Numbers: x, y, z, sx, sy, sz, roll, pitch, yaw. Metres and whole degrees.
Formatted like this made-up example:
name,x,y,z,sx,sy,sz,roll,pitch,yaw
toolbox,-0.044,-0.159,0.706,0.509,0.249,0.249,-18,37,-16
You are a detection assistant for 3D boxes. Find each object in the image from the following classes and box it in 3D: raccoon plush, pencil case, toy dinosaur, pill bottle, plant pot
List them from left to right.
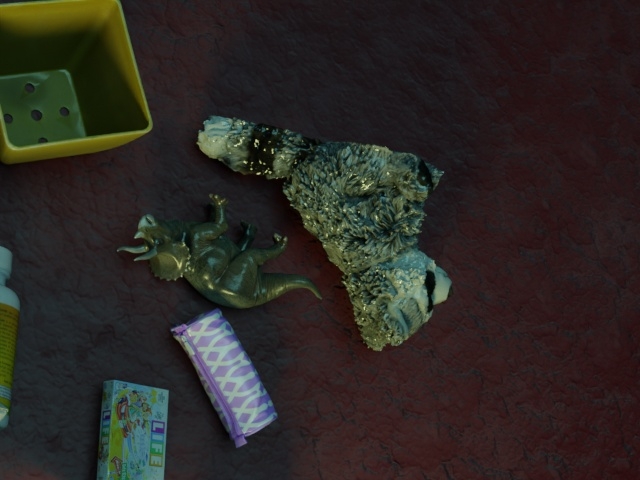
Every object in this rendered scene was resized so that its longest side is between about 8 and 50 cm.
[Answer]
name,x,y,z,sx,sy,sz,roll,pitch,yaw
pill bottle,-0.483,0.131,1.684,0.136,0.136,0.245,9,71,-23
plant pot,-0.395,-0.215,1.803,0.212,0.187,0.212,-11,80,-28
toy dinosaur,-0.151,0.033,1.906,0.314,0.121,0.160,33,75,-18
pencil case,-0.144,0.200,1.854,0.206,0.086,0.088,59,26,2
raccoon plush,0.000,0.000,1.980,0.447,0.216,0.299,12,82,8

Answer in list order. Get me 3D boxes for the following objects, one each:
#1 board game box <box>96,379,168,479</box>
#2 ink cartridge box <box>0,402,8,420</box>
name,x,y,z,sx,sy,sz,roll,pitch,yaw
board game box,-0.270,0.285,1.783,0.103,0.026,0.154,19,65,-45
ink cartridge box,-0.560,0.203,1.543,0.273,0.114,0.197,38,91,16
